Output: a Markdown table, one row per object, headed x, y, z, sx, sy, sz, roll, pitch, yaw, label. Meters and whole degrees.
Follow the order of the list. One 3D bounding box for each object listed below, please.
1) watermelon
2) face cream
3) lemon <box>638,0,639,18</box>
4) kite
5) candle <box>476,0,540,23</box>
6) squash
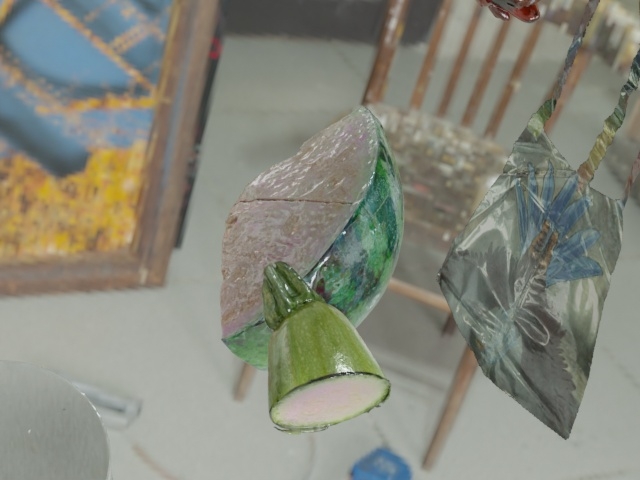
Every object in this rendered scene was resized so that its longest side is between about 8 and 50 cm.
| x | y | z | sx | sy | sz | roll | pitch | yaw | label |
| --- | --- | --- | --- | --- | --- | --- | --- | --- | --- |
| 0.016 | 0.030 | 2.052 | 0.292 | 0.222 | 0.319 | -29 | 35 | 10 | watermelon |
| -0.306 | 0.251 | 1.425 | 0.218 | 0.179 | 0.218 | 3 | 54 | -5 | face cream |
| 0.469 | -0.242 | 1.509 | 0.258 | 0.310 | 0.258 | 29 | 47 | -36 | lemon |
| 0.150 | -0.042 | 0.926 | 0.015 | 0.310 | 0.169 | 2 | 29 | -30 | kite |
| 0.126 | -0.323 | 1.486 | 0.059 | 0.084 | 0.301 | -19 | 61 | -32 | candle |
| -0.008 | 0.082 | 1.262 | 0.105 | 0.105 | 0.132 | 0 | 56 | -28 | squash |
